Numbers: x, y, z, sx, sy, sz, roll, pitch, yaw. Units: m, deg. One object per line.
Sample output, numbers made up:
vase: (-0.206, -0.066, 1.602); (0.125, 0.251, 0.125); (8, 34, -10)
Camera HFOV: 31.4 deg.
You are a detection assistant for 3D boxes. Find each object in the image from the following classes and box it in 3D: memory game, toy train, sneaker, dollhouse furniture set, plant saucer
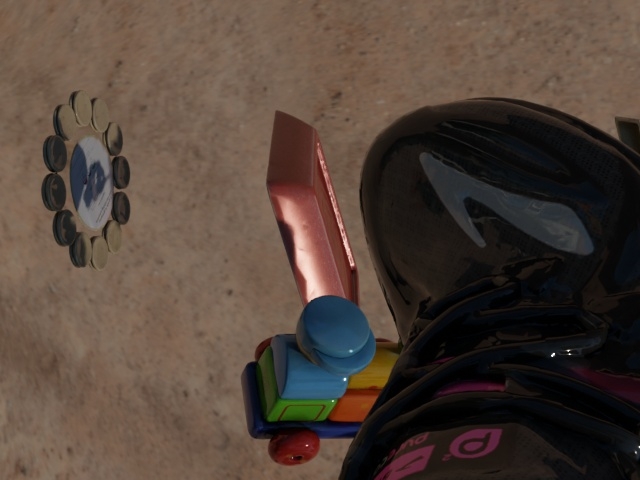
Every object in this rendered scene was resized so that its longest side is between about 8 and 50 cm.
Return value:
memory game: (-0.236, -0.060, 1.160); (0.012, 0.186, 0.186); (-3, 98, 15)
toy train: (0.073, 0.105, 0.914); (0.248, 0.143, 0.105); (3, 55, -21)
sneaker: (0.100, 0.093, 0.483); (0.185, 0.483, 0.202); (-39, 132, 25)
dollhouse furniture set: (0.234, -0.042, 0.940); (0.081, 0.091, 0.114); (-24, 110, -17)
plant saucer: (0.000, 0.000, 1.312); (0.047, 0.258, 0.259); (-13, 113, 6)
